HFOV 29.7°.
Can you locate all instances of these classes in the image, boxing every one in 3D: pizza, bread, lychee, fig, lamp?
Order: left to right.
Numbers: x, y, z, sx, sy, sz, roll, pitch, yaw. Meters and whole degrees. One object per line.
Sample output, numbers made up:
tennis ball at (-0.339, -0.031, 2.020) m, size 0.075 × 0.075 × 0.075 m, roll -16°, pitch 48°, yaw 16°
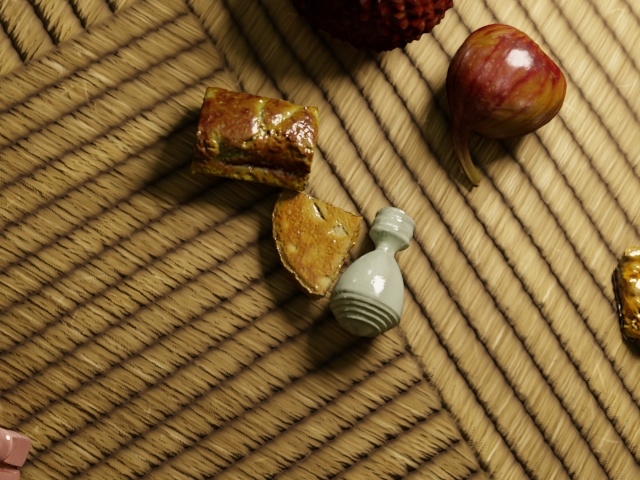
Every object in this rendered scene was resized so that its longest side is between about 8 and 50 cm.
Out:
bread at (-0.091, -0.148, 1.726) m, size 0.172 × 0.103 × 0.132 m, roll 10°, pitch 49°, yaw -3°
pizza at (-0.001, 0.000, 1.732) m, size 0.134 × 0.046 × 0.175 m, roll -10°, pitch 77°, yaw 5°
lychee at (0.066, -0.415, 1.727) m, size 0.300 × 0.264 × 0.264 m, roll 39°, pitch 76°, yaw -18°
lamp at (0.082, 0.049, 1.723) m, size 0.106 × 0.106 × 0.193 m, roll 23°, pitch 67°, yaw -3°
fig at (0.246, -0.207, 1.767) m, size 0.207 × 0.175 × 0.175 m, roll -43°, pitch 87°, yaw 6°
pizza at (0.555, 0.123, 1.774) m, size 0.305 × 0.085 × 0.161 m, roll 41°, pitch 78°, yaw 3°

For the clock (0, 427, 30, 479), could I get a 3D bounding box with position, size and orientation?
clock at (-0.526, 0.324, 1.574) m, size 0.241 × 0.142 × 0.227 m, roll 15°, pitch 77°, yaw 5°
